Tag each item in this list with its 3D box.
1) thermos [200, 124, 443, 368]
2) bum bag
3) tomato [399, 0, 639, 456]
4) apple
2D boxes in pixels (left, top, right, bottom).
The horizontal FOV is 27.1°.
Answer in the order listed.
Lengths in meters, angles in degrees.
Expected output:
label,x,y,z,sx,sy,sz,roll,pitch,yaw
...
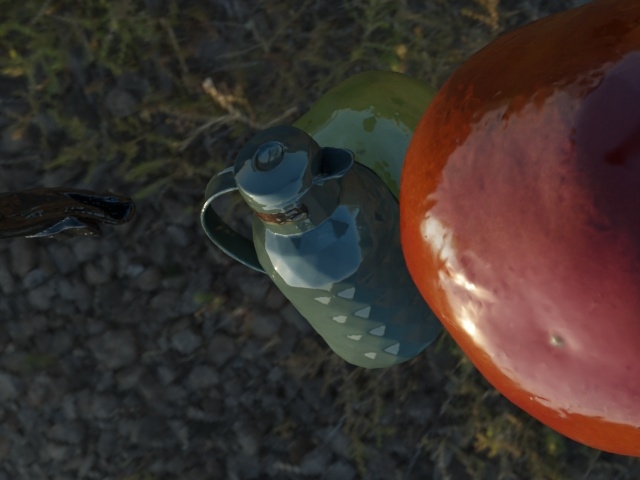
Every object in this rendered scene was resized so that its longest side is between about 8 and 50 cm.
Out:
label,x,y,z,sx,sy,sz,roll,pitch,yaw
thermos,0.000,0.000,1.265,0.182,0.145,0.286,-8,145,26
bum bag,-0.331,-0.030,1.464,0.123,0.248,0.060,10,101,44
tomato,0.159,0.002,0.698,0.260,0.180,0.260,20,129,27
apple,0.064,-0.064,1.566,0.262,0.262,0.262,10,113,24
